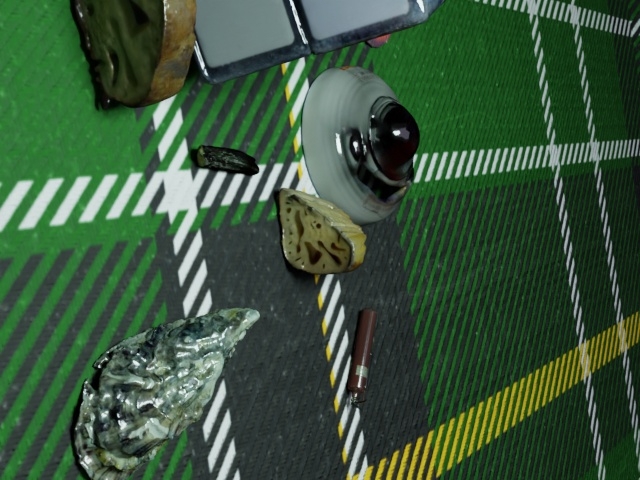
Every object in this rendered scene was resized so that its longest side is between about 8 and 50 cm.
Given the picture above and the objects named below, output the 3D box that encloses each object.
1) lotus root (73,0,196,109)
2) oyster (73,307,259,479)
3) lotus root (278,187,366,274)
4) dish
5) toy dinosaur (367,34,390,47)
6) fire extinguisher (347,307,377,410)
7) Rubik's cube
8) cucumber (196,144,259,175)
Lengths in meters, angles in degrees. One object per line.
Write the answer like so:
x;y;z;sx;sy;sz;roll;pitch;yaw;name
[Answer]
-0.225;-0.291;1.068;0.074;0.170;0.261;-22;106;-49;lotus root
-0.190;0.187;1.106;0.252;0.087;0.200;1;82;-41;oyster
0.003;-0.002;1.382;0.159;0.095;0.135;49;22;24;lotus root
0.101;-0.166;1.497;0.273;0.133;0.274;11;76;-51;dish
0.086;-0.425;1.589;0.286;0.070;0.139;17;93;-58;toy dinosaur
0.069;0.199;1.475;0.049;0.035;0.173;95;6;-66;fire extinguisher
-0.020;-0.416;1.177;0.318;0.313;0.316;-57;131;-62;Rubik's cube
-0.127;-0.115;1.264;0.134;0.034;0.033;2;77;-53;cucumber
